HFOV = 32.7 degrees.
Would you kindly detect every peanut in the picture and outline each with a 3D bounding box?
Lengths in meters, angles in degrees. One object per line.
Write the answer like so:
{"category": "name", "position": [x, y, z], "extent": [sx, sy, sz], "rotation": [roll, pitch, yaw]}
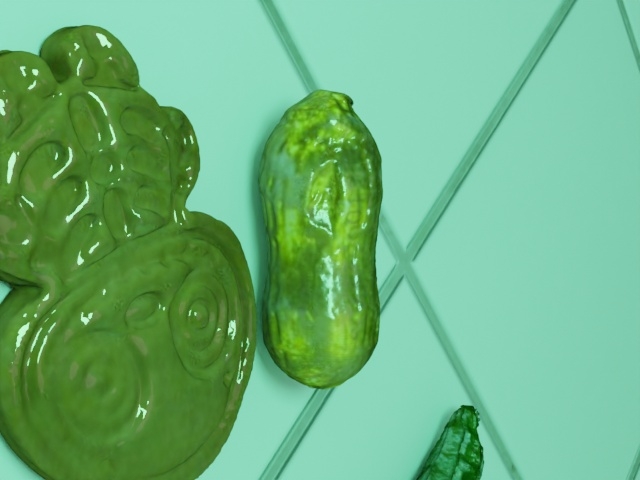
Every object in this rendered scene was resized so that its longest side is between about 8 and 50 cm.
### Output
{"category": "peanut", "position": [0.000, 0.000, 0.754], "extent": [0.087, 0.087, 0.206], "rotation": [-5, 97, -50]}

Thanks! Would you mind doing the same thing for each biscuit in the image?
{"category": "biscuit", "position": [-0.119, 0.019, 0.645], "extent": [0.202, 0.044, 0.288], "rotation": [-27, 113, -47]}

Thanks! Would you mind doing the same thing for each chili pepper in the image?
{"category": "chili pepper", "position": [0.084, 0.225, 0.883], "extent": [0.088, 0.059, 0.226], "rotation": [52, 51, -32]}
